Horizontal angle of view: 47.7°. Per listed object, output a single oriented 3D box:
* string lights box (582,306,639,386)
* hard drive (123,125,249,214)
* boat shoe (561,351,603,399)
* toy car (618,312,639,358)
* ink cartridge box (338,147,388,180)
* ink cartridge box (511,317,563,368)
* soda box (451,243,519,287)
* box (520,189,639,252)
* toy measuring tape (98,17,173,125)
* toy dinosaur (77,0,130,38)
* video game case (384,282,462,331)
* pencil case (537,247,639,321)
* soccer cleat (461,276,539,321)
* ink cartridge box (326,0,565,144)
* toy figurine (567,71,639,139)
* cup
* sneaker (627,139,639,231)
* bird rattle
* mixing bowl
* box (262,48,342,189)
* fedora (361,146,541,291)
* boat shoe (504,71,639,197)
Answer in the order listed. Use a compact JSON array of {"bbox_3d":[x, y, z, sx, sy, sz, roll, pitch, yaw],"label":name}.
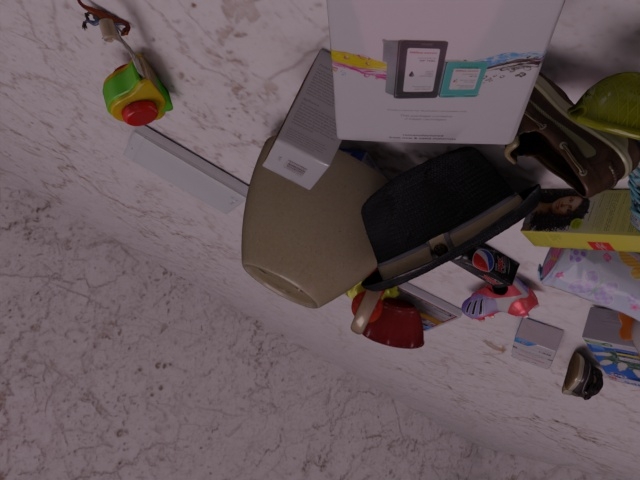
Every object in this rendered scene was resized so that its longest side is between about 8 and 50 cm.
[{"bbox_3d":[0.677,0.240,1.582,0.133,0.076,0.260,8,155,39],"label":"string lights box"},{"bbox_3d":[-0.338,-0.174,1.822,0.308,0.040,0.203,31,161,-15],"label":"hard drive"},{"bbox_3d":[0.684,0.358,1.876,0.093,0.102,0.285,13,163,18],"label":"boat shoe"},{"bbox_3d":[0.658,0.210,1.364,0.238,0.210,0.219,34,176,16],"label":"toy car"},{"bbox_3d":[0.089,-0.105,1.438,0.097,0.046,0.207,13,158,38],"label":"ink cartridge box"},{"bbox_3d":[0.547,0.263,1.841,0.104,0.060,0.180,19,161,18],"label":"ink cartridge box"},{"bbox_3d":[0.327,0.037,1.512,0.169,0.053,0.060,29,162,-13],"label":"soda box"},{"bbox_3d":[0.436,-0.031,1.130,0.232,0.087,0.058,3,152,47],"label":"box"},{"bbox_3d":[-0.373,-0.298,1.355,0.122,0.121,0.330,21,170,12],"label":"toy measuring tape"},{"bbox_3d":[-0.381,-0.389,1.285,0.082,0.047,0.090,-1,143,12],"label":"toy dinosaur"},{"bbox_3d":[0.261,0.188,2.064,0.204,0.025,0.285,26,161,-4],"label":"video game case"},{"bbox_3d":[0.524,0.075,1.262,0.273,0.113,0.124,25,140,4],"label":"pencil case"},{"bbox_3d":[0.398,0.130,1.665,0.095,0.083,0.248,55,159,-9],"label":"soccer cleat"},{"bbox_3d":[0.111,-0.245,0.702,0.197,0.198,0.270,2,159,4],"label":"ink cartridge box"},{"bbox_3d":[0.453,-0.178,0.701,0.363,0.191,0.217,26,133,31],"label":"toy figurine"},{"bbox_3d":[-0.022,-0.011,1.394,0.331,0.236,0.331,28,165,8],"label":"cup"},{"bbox_3d":[0.448,-0.055,0.935,0.283,0.110,0.122,34,124,-23],"label":"sneaker"},{"bbox_3d":[0.139,0.141,1.820,0.143,0.206,0.253,25,166,-2],"label":"bird rattle"},{"bbox_3d":[0.203,0.216,1.969,0.182,0.098,0.181,9,-169,-2],"label":"mixing bowl"},{"bbox_3d":[-0.008,-0.187,1.140,0.091,0.170,0.130,26,162,-7],"label":"box"},{"bbox_3d":[0.186,-0.052,1.197,0.152,0.334,0.334,61,158,0],"label":"fedora"},{"bbox_3d":[0.261,-0.143,0.900,0.257,0.095,0.095,43,171,37],"label":"boat shoe"}]
